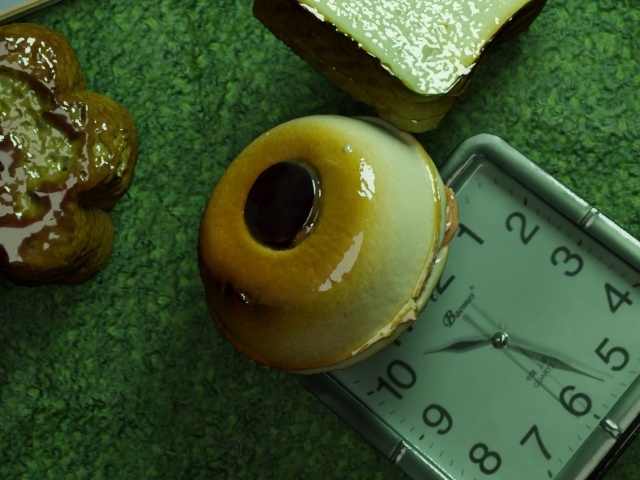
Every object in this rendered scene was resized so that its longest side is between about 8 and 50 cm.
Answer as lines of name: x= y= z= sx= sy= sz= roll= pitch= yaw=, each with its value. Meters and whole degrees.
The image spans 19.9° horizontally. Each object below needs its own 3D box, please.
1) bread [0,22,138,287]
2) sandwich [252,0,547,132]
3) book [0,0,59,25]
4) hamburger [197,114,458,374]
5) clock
bread: x=-0.269 y=-0.073 z=1.527 sx=0.232 sy=0.135 sz=0.246 roll=-14 pitch=90 yaw=-2
sandwich: x=0.076 y=-0.207 z=1.501 sx=0.186 sy=0.065 sz=0.214 roll=38 pitch=59 yaw=4
book: x=-0.360 y=-0.355 z=1.587 sx=0.263 sy=0.028 sz=0.374 roll=-22 pitch=88 yaw=1
hamburger: x=0.002 y=0.003 z=1.490 sx=0.237 sy=0.147 sz=0.236 roll=-16 pitch=59 yaw=28
clock: x=0.152 y=0.085 z=1.518 sx=0.279 sy=0.049 sz=0.273 roll=40 pitch=91 yaw=26
